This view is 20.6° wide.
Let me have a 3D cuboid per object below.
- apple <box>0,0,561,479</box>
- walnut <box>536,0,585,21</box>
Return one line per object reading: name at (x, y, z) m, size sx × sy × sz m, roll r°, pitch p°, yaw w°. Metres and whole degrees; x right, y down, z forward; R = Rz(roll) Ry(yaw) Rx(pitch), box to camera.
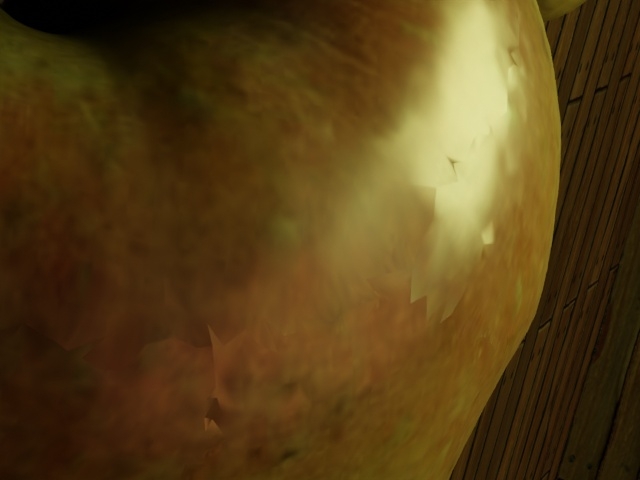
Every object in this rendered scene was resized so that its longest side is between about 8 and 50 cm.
apple at (-0.107, -0.025, 0.525) m, size 0.338 × 0.338 × 0.305 m, roll -59°, pitch -171°, yaw -30°
walnut at (0.077, -0.286, 0.893) m, size 0.306 × 0.306 × 0.344 m, roll -55°, pitch 131°, yaw -38°
